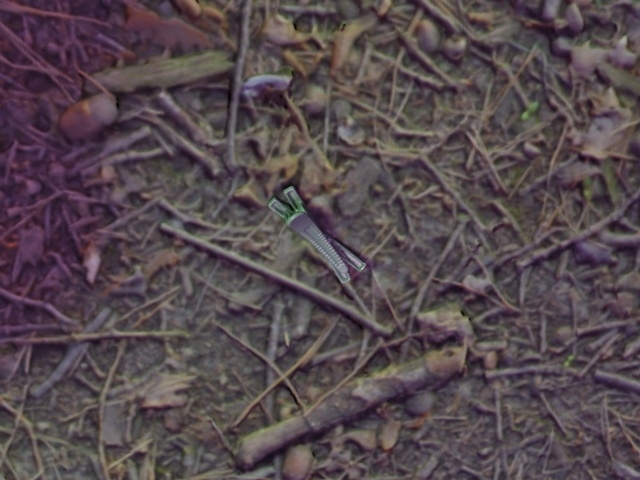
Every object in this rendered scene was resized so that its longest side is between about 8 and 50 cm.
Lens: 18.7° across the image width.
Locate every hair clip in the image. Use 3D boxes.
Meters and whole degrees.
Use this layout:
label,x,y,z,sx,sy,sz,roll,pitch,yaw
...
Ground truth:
label,x,y,z,sx,sy,sz,roll,pitch,yaw
hair clip,-0.001,0.001,1.801,0.030,0.039,0.115,-36,124,16
